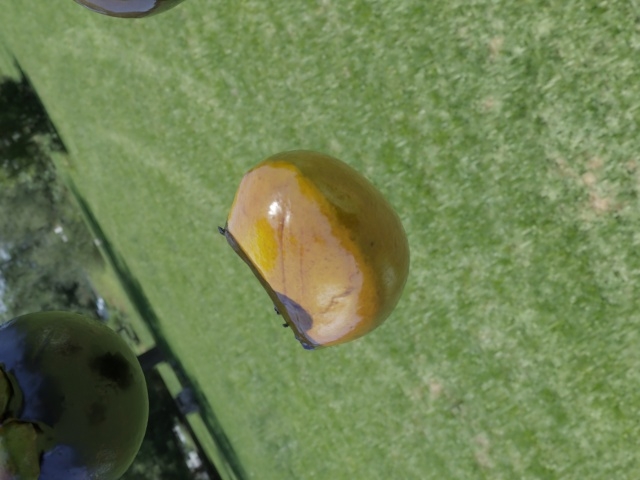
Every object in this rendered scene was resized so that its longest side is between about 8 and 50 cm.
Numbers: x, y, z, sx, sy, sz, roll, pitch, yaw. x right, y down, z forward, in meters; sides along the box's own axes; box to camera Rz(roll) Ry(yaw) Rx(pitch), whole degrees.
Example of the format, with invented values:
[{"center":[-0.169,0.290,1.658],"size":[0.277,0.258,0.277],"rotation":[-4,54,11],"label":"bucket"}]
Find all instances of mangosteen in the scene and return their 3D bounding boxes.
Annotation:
[{"center":[-0.267,0.163,0.882],"size":[0.210,0.209,0.210],"rotation":[57,167,22],"label":"mangosteen"}]

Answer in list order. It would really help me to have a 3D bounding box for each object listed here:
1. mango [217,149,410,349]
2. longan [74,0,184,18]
[{"center":[0.000,0.000,0.875],"size":[0.187,0.138,0.257],"rotation":[39,161,8],"label":"mango"},{"center":[-0.158,-0.282,0.800],"size":[0.204,0.185,0.159],"rotation":[33,-163,-5],"label":"longan"}]
